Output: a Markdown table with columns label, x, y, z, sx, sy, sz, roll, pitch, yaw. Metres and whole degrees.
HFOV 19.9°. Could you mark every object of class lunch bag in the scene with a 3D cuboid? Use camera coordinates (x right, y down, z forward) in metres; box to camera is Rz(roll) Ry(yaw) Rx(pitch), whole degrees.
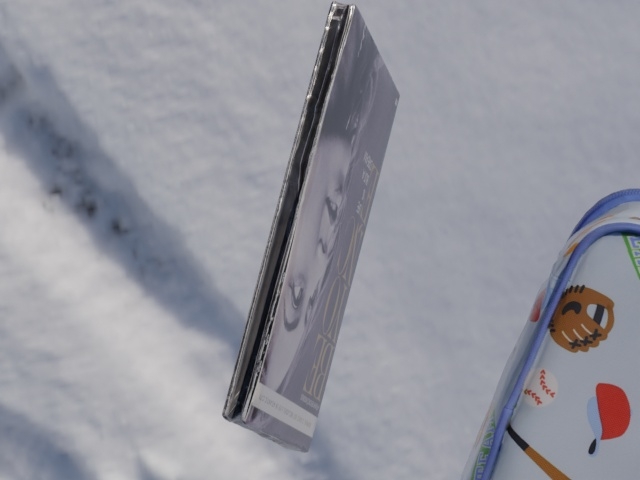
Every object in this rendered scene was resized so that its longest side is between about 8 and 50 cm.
| label | x | y | z | sx | sy | sz | roll | pitch | yaw |
| --- | --- | --- | --- | --- | --- | --- | --- | --- | --- |
| lunch bag | 0.212 | 0.140 | 1.057 | 0.243 | 0.115 | 0.303 | 21 | 107 | 5 |

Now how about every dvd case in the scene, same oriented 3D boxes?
| label | x | y | z | sx | sy | sz | roll | pitch | yaw |
| --- | --- | --- | --- | --- | --- | --- | --- | --- | --- |
| dvd case | 0.000 | 0.000 | 0.989 | 0.018 | 0.221 | 0.164 | 13 | 171 | 13 |
